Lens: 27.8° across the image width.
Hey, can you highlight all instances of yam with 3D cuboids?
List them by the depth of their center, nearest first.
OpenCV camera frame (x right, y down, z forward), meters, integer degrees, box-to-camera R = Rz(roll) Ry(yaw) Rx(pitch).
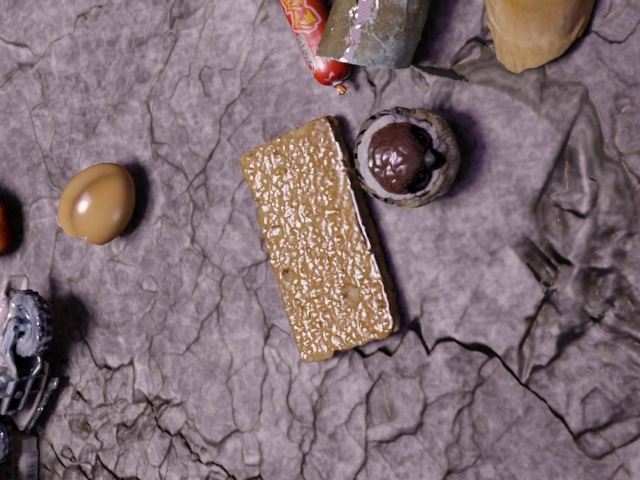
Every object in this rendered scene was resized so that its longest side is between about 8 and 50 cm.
[{"bbox_3d":[0.075,-0.280,1.178,0.093,0.093,0.259,26,108,31],"label":"yam"}]

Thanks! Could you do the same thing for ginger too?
[{"bbox_3d":[0.184,-0.234,1.095,0.115,0.122,0.193,7,104,14],"label":"ginger"}]

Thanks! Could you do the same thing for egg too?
[{"bbox_3d":[-0.246,-0.043,1.429,0.080,0.080,0.096,41,118,26],"label":"egg"}]

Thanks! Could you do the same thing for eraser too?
[{"bbox_3d":[-0.371,0.296,1.576,0.052,0.029,0.122,6,97,35],"label":"eraser"}]

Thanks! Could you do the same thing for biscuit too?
[{"bbox_3d":[0.000,0.000,1.292,0.131,0.025,0.231,-21,82,36],"label":"biscuit"}]

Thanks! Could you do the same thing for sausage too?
[{"bbox_3d":[-0.009,-0.207,1.270,0.050,0.048,0.145,-22,80,-4],"label":"sausage"}]

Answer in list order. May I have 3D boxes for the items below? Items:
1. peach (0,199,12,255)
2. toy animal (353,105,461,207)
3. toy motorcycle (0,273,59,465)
[{"bbox_3d":[-0.417,-0.018,1.548,0.100,0.100,0.101,3,96,35],"label":"peach"},{"bbox_3d":[0.062,-0.078,1.202,0.137,0.098,0.098,7,98,41],"label":"toy animal"},{"bbox_3d":[-0.400,0.126,1.532,0.204,0.108,0.239,45,107,34],"label":"toy motorcycle"}]
